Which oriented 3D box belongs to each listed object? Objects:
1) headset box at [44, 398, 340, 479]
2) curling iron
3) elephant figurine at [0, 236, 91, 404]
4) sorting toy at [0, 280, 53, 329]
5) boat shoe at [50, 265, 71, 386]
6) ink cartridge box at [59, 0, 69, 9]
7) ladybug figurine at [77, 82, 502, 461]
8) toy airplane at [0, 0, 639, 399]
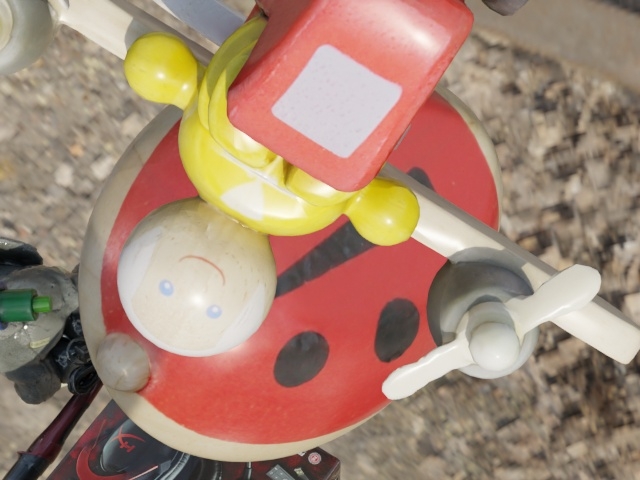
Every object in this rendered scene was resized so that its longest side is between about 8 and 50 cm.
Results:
[{"bbox_3d":[-0.149,0.278,1.527,0.218,0.110,0.293,31,64,17],"label":"headset box"},{"bbox_3d":[-0.290,0.208,1.674,0.035,0.068,0.274,21,70,39],"label":"curling iron"},{"bbox_3d":[-0.353,0.061,1.777,0.239,0.186,0.169,28,50,29],"label":"elephant figurine"},{"bbox_3d":[-0.286,-0.057,1.326,0.126,0.366,0.127,-3,41,6],"label":"sorting toy"},{"bbox_3d":[-0.290,0.097,1.875,0.056,0.048,0.153,35,125,50],"label":"boat shoe"},{"bbox_3d":[-0.099,-0.188,0.584,0.067,0.198,0.115,-16,58,0],"label":"ink cartridge box"},{"bbox_3d":[0.000,0.000,1.318,0.162,0.449,0.305,-18,105,46],"label":"ladybug figurine"},{"bbox_3d":[-0.033,-0.060,0.939,0.386,0.384,0.272,20,75,34],"label":"toy airplane"}]
